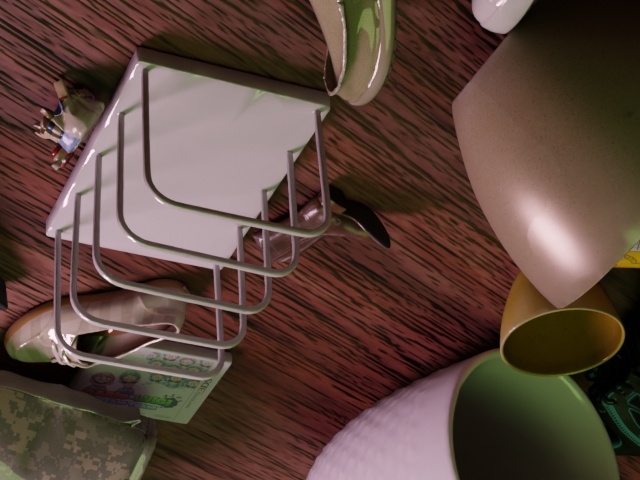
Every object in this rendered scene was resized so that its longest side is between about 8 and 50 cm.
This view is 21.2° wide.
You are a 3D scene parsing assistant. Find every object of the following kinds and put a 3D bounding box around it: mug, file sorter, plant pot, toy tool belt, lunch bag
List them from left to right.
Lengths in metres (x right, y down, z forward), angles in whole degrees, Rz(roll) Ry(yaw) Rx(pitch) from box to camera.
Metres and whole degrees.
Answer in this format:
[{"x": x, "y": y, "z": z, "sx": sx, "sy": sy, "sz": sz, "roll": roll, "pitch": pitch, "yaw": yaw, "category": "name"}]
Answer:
[{"x": -0.345, "y": 0.269, "z": 1.962, "sx": 0.235, "sy": 0.169, "sz": 0.287, "roll": 21, "pitch": 117, "yaw": -22, "category": "lunch bag"}, {"x": -0.240, "y": -0.110, "z": 1.591, "sx": 0.051, "sy": 0.052, "sz": 0.083, "roll": 38, "pitch": 129, "yaw": -4, "category": "toy tool belt"}, {"x": -0.129, "y": -0.012, "z": 1.627, "sx": 0.193, "sy": 0.173, "sz": 0.278, "roll": 12, "pitch": 141, "yaw": -22, "category": "file sorter"}, {"x": 0.173, "y": 0.301, "z": 2.036, "sx": 0.374, "sy": 0.276, "sz": 0.328, "roll": -3, "pitch": 161, "yaw": -43, "category": "mug"}, {"x": 0.254, "y": 0.073, "z": 1.856, "sx": 0.134, "sy": 0.095, "sz": 0.134, "roll": -4, "pitch": 144, "yaw": -3, "category": "plant pot"}, {"x": 0.228, "y": -0.108, "z": 1.502, "sx": 0.191, "sy": 0.284, "sz": 0.284, "roll": 39, "pitch": 134, "yaw": 1, "category": "plant pot"}]

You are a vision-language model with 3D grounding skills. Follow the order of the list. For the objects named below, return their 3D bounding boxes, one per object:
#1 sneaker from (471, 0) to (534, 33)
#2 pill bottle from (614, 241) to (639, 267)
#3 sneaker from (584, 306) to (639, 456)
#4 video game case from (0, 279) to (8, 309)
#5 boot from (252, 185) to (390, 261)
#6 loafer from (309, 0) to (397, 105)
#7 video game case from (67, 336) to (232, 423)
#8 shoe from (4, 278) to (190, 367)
[{"x": 0.145, "y": -0.293, "z": 1.360, "sx": 0.123, "sy": 0.106, "sz": 0.290, "roll": 14, "pitch": 137, "yaw": -2, "category": "sneaker"}, {"x": 0.292, "y": -0.031, "z": 1.703, "sx": 0.208, "sy": 0.117, "sz": 0.117, "roll": 2, "pitch": 143, "yaw": -11, "category": "pill bottle"}, {"x": 0.376, "y": 0.164, "z": 1.974, "sx": 0.139, "sy": 0.125, "sz": 0.341, "roll": -5, "pitch": 142, "yaw": 7, "category": "sneaker"}, {"x": -0.487, "y": 0.046, "z": 1.719, "sx": 0.248, "sy": 0.035, "sz": 0.275, "roll": -15, "pitch": 157, "yaw": 13, "category": "video game case"}, {"x": 0.000, "y": 0.000, "z": 1.772, "sx": 0.114, "sy": 0.037, "sz": 0.106, "roll": -35, "pitch": 122, "yaw": 29, "category": "boot"}, {"x": 0.018, "y": -0.226, "z": 1.425, "sx": 0.092, "sy": 0.102, "sz": 0.268, "roll": 0, "pitch": 134, "yaw": -5, "category": "loafer"}, {"x": -0.201, "y": 0.159, "z": 1.977, "sx": 0.157, "sy": 0.019, "sz": 0.143, "roll": 12, "pitch": 140, "yaw": -22, "category": "video game case"}, {"x": -0.245, "y": 0.098, "z": 1.854, "sx": 0.219, "sy": 0.058, "sz": 0.076, "roll": -17, "pitch": 142, "yaw": 15, "category": "shoe"}]
